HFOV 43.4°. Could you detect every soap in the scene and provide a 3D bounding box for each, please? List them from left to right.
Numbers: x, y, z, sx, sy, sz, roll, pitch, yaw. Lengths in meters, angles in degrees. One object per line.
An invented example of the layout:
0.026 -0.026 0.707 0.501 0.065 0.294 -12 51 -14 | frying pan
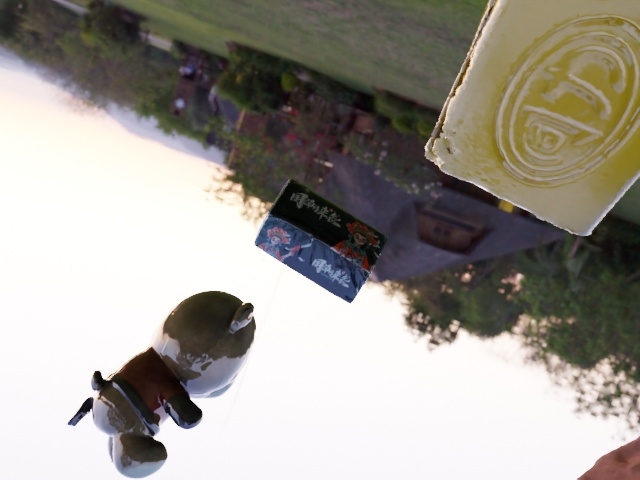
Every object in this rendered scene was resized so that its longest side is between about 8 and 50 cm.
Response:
0.228 -0.150 0.717 0.204 0.096 0.324 25 148 5 | soap

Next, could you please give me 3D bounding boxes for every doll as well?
-0.242 0.213 1.296 0.174 0.330 0.235 48 159 -9 | doll

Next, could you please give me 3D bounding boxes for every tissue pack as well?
-0.001 0.000 1.153 0.170 0.090 0.103 29 -141 -2 | tissue pack

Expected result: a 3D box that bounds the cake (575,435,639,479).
0.330 0.367 0.710 0.293 0.314 0.307 52 -168 -8 | cake
